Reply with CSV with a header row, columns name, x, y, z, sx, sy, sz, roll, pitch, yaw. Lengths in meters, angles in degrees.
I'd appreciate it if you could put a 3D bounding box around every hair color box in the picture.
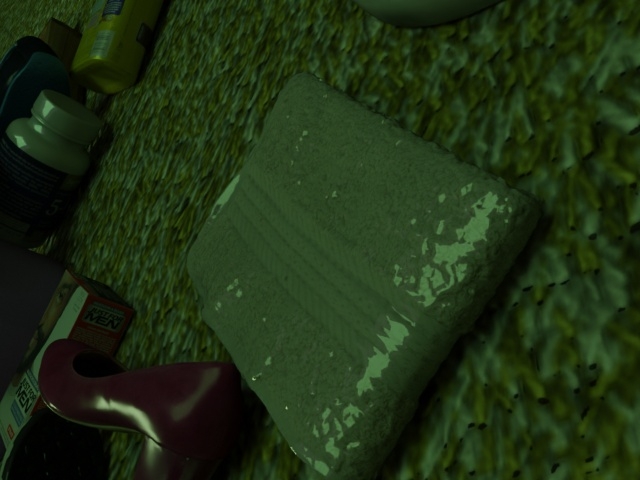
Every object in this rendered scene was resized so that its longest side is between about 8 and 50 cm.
name,x,y,z,sx,sy,sz,roll,pitch,yaw
hair color box,-0.252,0.122,0.737,0.093,0.053,0.167,22,85,57

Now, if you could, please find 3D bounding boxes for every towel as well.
name,x,y,z,sx,sy,sz,roll,pitch,yaw
towel,0.000,0.000,0.489,0.187,0.049,0.282,-59,35,8

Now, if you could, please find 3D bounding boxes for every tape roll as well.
name,x,y,z,sx,sy,sz,roll,pitch,yaw
tape roll,-0.412,0.135,0.906,0.275,0.090,0.274,-31,46,39

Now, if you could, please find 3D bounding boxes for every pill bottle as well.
name,x,y,z,sx,sy,sz,roll,pitch,yaw
pill bottle,-0.364,-0.094,0.974,0.186,0.112,0.112,-55,35,13

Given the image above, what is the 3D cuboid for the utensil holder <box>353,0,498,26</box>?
name,x,y,z,sx,sy,sz,roll,pitch,yaw
utensil holder,-0.002,-0.367,0.435,0.328,0.386,0.327,-30,47,38

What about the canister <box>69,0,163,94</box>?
name,x,y,z,sx,sy,sz,roll,pitch,yaw
canister,-0.267,-0.290,1.010,0.126,0.073,0.169,-4,67,52

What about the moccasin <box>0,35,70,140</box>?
name,x,y,z,sx,sy,sz,roll,pitch,yaw
moccasin,-0.445,-0.131,1.074,0.342,0.138,0.116,-49,49,21

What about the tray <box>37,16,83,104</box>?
name,x,y,z,sx,sy,sz,roll,pitch,yaw
tray,-0.524,-0.154,1.259,0.411,0.076,0.202,-42,39,27

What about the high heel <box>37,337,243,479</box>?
name,x,y,z,sx,sy,sz,roll,pitch,yaw
high heel,-0.141,0.098,0.572,0.244,0.082,0.117,29,99,52

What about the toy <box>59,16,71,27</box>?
name,x,y,z,sx,sy,sz,roll,pitch,yaw
toy,-0.520,-0.295,1.356,0.237,0.056,0.136,-39,27,22

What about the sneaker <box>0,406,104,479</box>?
name,x,y,z,sx,sy,sz,roll,pitch,yaw
sneaker,-0.243,0.251,0.612,0.097,0.084,0.234,-30,46,41
